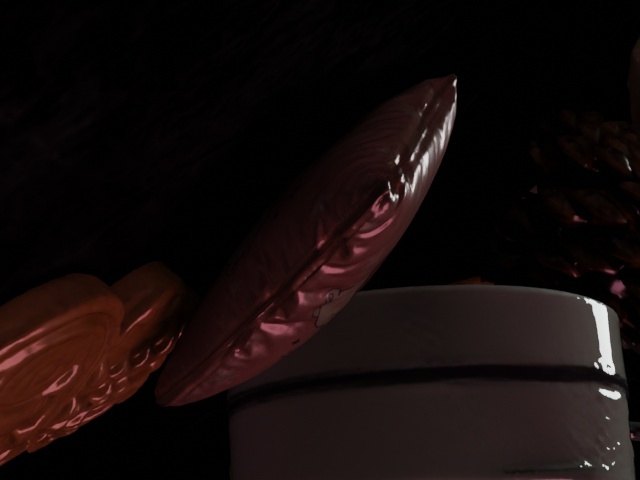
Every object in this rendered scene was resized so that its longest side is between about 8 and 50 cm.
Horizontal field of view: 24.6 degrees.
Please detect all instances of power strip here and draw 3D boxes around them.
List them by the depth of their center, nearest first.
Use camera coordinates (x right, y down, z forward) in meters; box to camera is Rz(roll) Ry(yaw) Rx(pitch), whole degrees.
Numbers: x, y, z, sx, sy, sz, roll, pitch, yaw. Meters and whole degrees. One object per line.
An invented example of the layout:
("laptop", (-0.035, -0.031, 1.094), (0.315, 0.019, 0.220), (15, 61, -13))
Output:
("power strip", (0.100, 0.146, 1.234), (0.357, 0.161, 0.357), (-2, 164, -1))

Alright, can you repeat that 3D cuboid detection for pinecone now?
("pinecone", (0.262, -0.004, 1.389), (0.257, 0.243, 0.243), (-40, 166, -5))

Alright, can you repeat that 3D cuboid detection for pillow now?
("pillow", (0.000, 0.000, 0.995), (0.236, 0.084, 0.223), (-47, 179, 26))

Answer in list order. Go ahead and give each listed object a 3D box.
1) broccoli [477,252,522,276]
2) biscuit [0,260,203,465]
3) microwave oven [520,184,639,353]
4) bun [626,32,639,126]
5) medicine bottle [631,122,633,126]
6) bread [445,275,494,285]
("broccoli", (0.214, 0.089, 1.852), (0.204, 0.118, 0.122), (-43, -163, 26))
("biscuit", (-0.176, 0.092, 0.930), (0.202, 0.044, 0.289), (-48, 163, 23))
("microwave oven", (0.356, 0.018, 1.722), (0.145, 0.240, 0.194), (-42, 166, -2))
("bun", (0.395, -0.181, 1.452), (0.210, 0.116, 0.237), (-29, 136, -7))
("medicine bottle", (0.450, -0.111, 1.706), (0.124, 0.179, 0.324), (-43, 166, -6))
("bread", (0.157, 0.166, 1.704), (0.312, 0.172, 0.312), (-19, 152, -11))
